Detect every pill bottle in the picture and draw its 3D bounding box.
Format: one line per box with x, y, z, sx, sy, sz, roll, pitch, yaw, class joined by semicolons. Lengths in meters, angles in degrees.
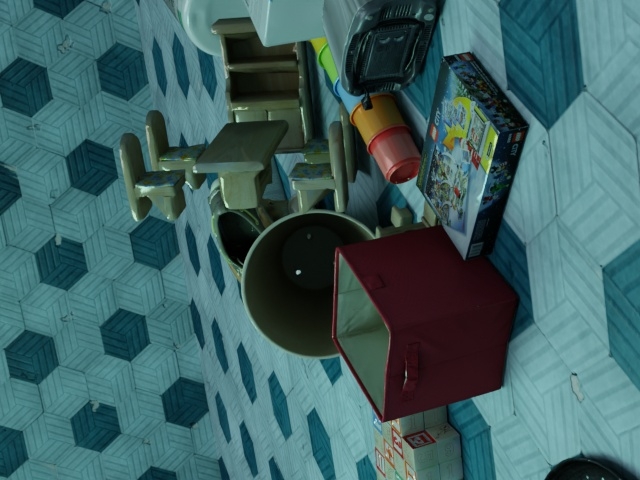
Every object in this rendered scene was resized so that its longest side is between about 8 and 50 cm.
-0.236;-0.544;2.144;0.361;0.204;0.204;-125;28;-49;pill bottle

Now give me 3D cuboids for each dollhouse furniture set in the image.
0.115;-0.020;1.588;0.161;0.101;0.182;-123;27;-47;dollhouse furniture set
-0.123;-0.228;1.802;0.394;0.362;0.256;-69;-25;-64;dollhouse furniture set

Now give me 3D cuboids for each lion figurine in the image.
-0.148;0.029;2.217;0.240;0.142;0.392;56;157;-5;lion figurine

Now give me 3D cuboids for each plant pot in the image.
-0.009;0.055;1.849;0.274;0.256;0.256;-104;4;-81;plant pot

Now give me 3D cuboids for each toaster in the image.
0.077;-0.313;1.473;0.227;0.129;0.146;101;155;-56;toaster

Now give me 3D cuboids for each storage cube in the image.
0.140;0.109;1.454;0.215;0.193;0.184;-121;26;-48;storage cube

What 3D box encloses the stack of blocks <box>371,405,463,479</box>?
0.157;0.316;1.714;0.171;0.087;0.297;-142;42;-63;stack of blocks

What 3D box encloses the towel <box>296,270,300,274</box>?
-0.027;0.086;2.224;0.197;0.029;0.144;-135;36;-59;towel

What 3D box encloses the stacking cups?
0.071;-0.227;1.620;0.096;0.096;0.316;110;141;-59;stacking cups

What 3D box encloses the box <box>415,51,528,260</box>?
0.196;-0.110;1.372;0.233;0.044;0.159;97;154;-47;box

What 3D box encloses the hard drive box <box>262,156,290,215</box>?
-0.155;-0.122;2.376;0.181;0.089;0.232;126;129;-66;hard drive box

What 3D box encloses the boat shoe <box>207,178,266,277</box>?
-0.138;0.015;1.965;0.091;0.109;0.305;-90;-16;-46;boat shoe

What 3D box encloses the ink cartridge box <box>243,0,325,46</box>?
-0.031;-0.473;1.570;0.198;0.197;0.270;103;149;-54;ink cartridge box

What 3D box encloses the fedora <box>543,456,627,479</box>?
0.301;0.427;1.241;0.334;0.152;0.334;167;90;-73;fedora

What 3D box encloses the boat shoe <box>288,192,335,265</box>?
0.000;0.000;2.066;0.065;0.075;0.206;1;-115;-64;boat shoe
